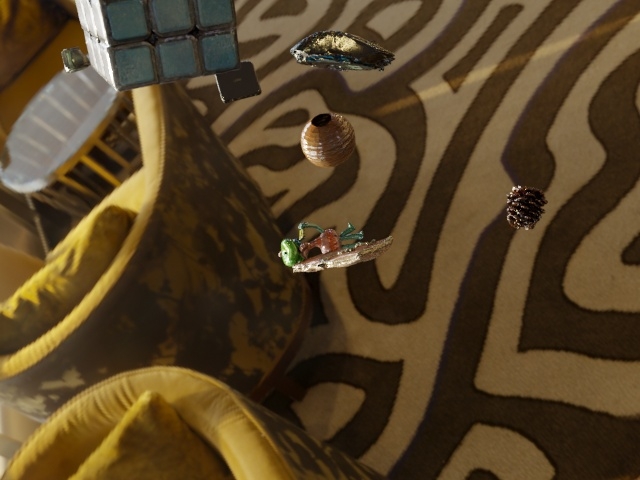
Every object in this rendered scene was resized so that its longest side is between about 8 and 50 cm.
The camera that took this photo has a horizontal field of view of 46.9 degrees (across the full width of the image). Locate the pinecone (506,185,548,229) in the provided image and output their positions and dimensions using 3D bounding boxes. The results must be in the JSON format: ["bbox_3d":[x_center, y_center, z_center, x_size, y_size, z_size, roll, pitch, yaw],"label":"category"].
[{"bbox_3d":[0.381,-0.060,1.372,0.077,0.077,0.083,-8,42,36],"label":"pinecone"}]

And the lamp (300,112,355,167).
[{"bbox_3d":[0.020,-0.244,1.800,0.136,0.136,0.136,-22,48,26],"label":"lamp"}]

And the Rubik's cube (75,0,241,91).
[{"bbox_3d":[-0.381,-0.533,1.674,0.301,0.305,0.303,-18,28,-22],"label":"Rubik's cube"}]

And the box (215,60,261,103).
[{"bbox_3d":[-0.255,-0.491,2.279,0.126,0.027,0.125,-15,72,-5],"label":"box"}]

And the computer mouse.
[{"bbox_3d":[0.048,-0.425,1.647,0.241,0.146,0.078,7,97,10],"label":"computer mouse"}]

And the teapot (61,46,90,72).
[{"bbox_3d":[-0.646,-0.473,1.928,0.066,0.057,0.088,-18,11,16],"label":"teapot"}]

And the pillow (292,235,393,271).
[{"bbox_3d":[0.049,0.036,1.654,0.232,0.126,0.043,-13,94,48],"label":"pillow"}]

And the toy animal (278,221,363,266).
[{"bbox_3d":[0.000,0.000,1.777,0.208,0.103,0.100,-13,2,-20],"label":"toy animal"}]
